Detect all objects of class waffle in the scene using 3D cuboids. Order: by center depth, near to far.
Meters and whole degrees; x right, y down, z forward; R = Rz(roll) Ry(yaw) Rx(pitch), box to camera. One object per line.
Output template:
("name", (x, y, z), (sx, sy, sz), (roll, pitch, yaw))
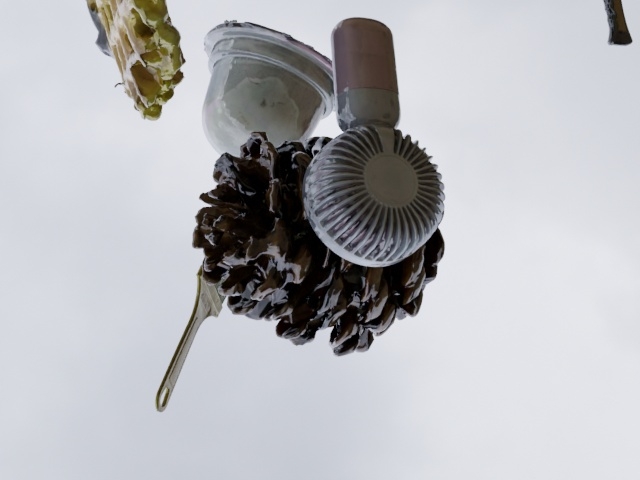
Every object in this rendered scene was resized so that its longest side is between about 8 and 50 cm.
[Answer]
("waffle", (-0.205, -0.283, 1.959), (0.060, 0.307, 0.312), (-16, -127, -14))

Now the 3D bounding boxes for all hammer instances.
("hammer", (0.303, -0.305, 2.111), (0.078, 0.021, 0.201), (-18, -82, -21))

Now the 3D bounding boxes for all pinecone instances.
("pinecone", (0.000, 0.000, 1.968), (0.272, 0.224, 0.224), (4, -132, -31))

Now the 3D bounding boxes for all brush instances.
("brush", (-0.138, 0.098, 2.135), (0.011, 0.083, 0.205), (11, -123, 20))

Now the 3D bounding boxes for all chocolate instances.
("chocolate", (-0.079, -0.162, 2.439), (0.221, 0.221, 0.147), (32, -106, -14))

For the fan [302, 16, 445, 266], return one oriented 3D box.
("fan", (0.047, -0.097, 1.860), (0.130, 0.074, 0.244), (5, -112, -22))
